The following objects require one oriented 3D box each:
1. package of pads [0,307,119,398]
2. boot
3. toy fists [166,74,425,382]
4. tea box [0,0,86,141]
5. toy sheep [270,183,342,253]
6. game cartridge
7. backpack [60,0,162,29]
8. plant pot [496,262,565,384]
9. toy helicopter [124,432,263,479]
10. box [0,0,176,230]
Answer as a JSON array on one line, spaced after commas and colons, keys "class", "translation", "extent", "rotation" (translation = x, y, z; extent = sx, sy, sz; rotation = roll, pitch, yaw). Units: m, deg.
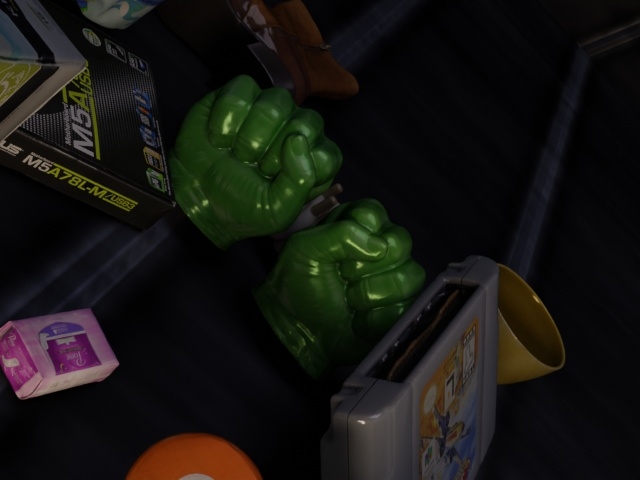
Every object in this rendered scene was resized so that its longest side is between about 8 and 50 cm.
[{"class": "package of pads", "translation": [-0.179, 0.076, 0.792], "extent": [0.050, 0.032, 0.083], "rotation": [58, 27, 13]}, {"class": "boot", "translation": [-0.067, -0.268, 1.330], "extent": [0.264, 0.096, 0.280], "rotation": [53, 25, 2]}, {"class": "toy fists", "translation": [-0.019, -0.015, 1.018], "extent": [0.279, 0.142, 0.096], "rotation": [53, 8, 2]}, {"class": "tea box", "translation": [-0.319, -0.137, 0.519], "extent": [0.329, 0.220, 0.323], "rotation": [50, 7, -6]}, {"class": "toy sheep", "translation": [0.000, 0.000, 1.118], "extent": [0.132, 0.091, 0.091], "rotation": [56, 25, -14]}, {"class": "game cartridge", "translation": [0.085, 0.156, 0.964], "extent": [0.297, 0.062, 0.198], "rotation": [-41, 131, -55]}, {"class": "backpack", "translation": [-0.220, -0.369, 1.068], "extent": [0.290, 0.273, 0.355], "rotation": [44, 34, -61]}, {"class": "plant pot", "translation": [0.191, 0.107, 1.284], "extent": [0.134, 0.095, 0.134], "rotation": [39, 29, -26]}, {"class": "toy helicopter", "translation": [0.023, 0.264, 0.672], "extent": [0.355, 0.140, 0.235], "rotation": [12, 62, -7]}, {"class": "box", "translation": [-0.212, -0.119, 0.967], "extent": [0.184, 0.045, 0.191], "rotation": [30, 33, -42]}]
